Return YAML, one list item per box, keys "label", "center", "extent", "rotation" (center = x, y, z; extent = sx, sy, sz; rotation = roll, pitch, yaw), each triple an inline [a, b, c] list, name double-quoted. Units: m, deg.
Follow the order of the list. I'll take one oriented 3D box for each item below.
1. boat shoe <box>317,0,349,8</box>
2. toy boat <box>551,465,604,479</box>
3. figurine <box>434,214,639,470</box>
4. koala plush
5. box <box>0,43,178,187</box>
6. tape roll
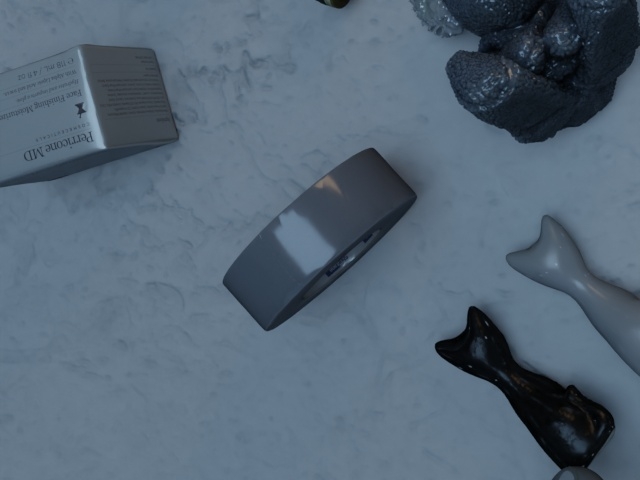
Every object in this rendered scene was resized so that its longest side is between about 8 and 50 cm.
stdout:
- label: "boat shoe"
  center: [0.010, -0.366, 1.324]
  extent: [0.073, 0.080, 0.224]
  rotation: [9, 95, 23]
- label: "toy boat"
  center: [0.383, 0.218, 1.214]
  extent: [0.318, 0.148, 0.267]
  rotation: [-22, 103, -11]
- label: "figurine"
  center: [0.258, 0.106, 1.304]
  extent: [0.209, 0.092, 0.215]
  rotation: [40, 107, 14]
- label: "koala plush"
  center: [0.198, -0.230, 1.246]
  extent: [0.196, 0.203, 0.221]
  rotation: [-40, 63, 10]
- label: "box"
  center: [-0.291, -0.142, 1.398]
  extent: [0.181, 0.182, 0.119]
  rotation: [-15, 92, 20]
- label: "tape roll"
  center: [0.000, 0.000, 1.301]
  extent: [0.219, 0.219, 0.072]
  rotation: [-44, 84, 19]
